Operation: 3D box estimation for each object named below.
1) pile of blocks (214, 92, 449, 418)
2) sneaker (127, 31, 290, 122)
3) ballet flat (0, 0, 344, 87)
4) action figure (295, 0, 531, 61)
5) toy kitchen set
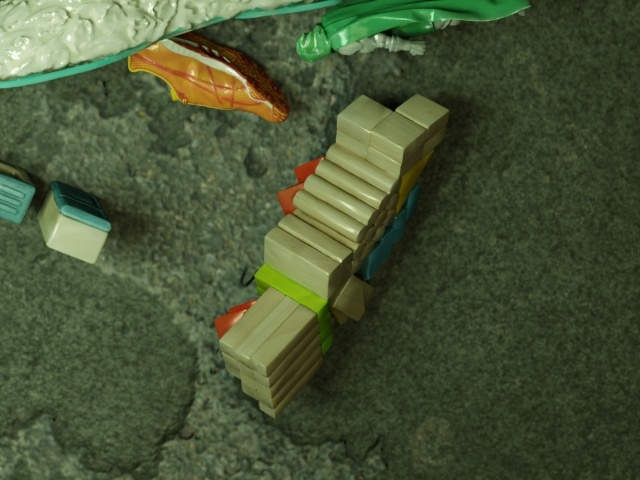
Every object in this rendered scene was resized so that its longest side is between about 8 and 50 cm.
[{"bbox_3d":[0.000,0.000,1.952,0.113,0.149,0.362,31,86,23],"label":"pile of blocks"},{"bbox_3d":[-0.112,-0.162,1.897,0.175,0.064,0.067,27,117,-14],"label":"sneaker"},{"bbox_3d":[-0.157,-0.255,1.792,0.409,0.147,0.147,-18,109,-25],"label":"ballet flat"},{"bbox_3d":[0.086,-0.226,1.900,0.232,0.137,0.063,-15,121,0],"label":"action figure"},{"bbox_3d":[-0.287,-0.100,1.829,0.207,0.122,0.166,22,99,-18],"label":"toy kitchen set"}]
